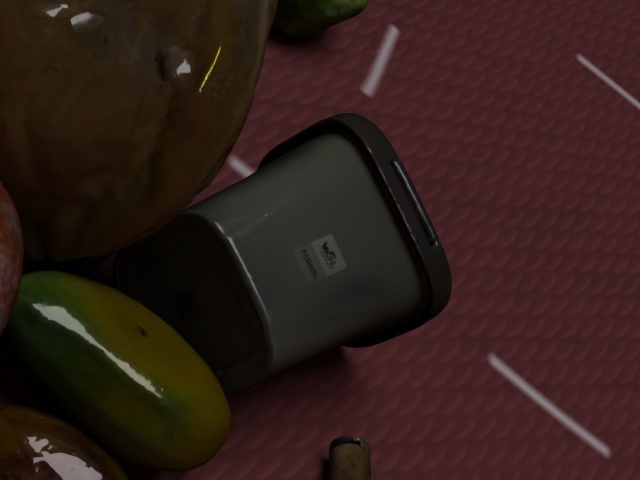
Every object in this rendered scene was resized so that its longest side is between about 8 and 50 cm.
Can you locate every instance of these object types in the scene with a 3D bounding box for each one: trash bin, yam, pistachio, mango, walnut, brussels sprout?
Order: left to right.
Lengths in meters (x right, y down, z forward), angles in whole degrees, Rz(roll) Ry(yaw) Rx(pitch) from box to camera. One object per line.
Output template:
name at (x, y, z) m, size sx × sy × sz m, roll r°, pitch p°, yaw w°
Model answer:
pistachio at (-0.208, 0.187, 1.519) m, size 0.173 × 0.049 × 0.089 m, roll 44°, pitch 34°, yaw -1°
walnut at (-0.194, -0.190, 1.579) m, size 0.383 × 0.383 × 0.383 m, roll 26°, pitch 40°, yaw -24°
mango at (-0.172, 0.103, 1.562) m, size 0.237 × 0.091 × 0.137 m, roll 47°, pitch 21°, yaw -14°
trash bin at (-0.039, 0.025, 1.705) m, size 0.250 × 0.219 × 0.220 m, roll -26°, pitch 88°, yaw -45°
brussels sprout at (-0.022, -0.306, 2.126) m, size 0.155 × 0.117 × 0.155 m, roll 37°, pitch 42°, yaw -43°
yam at (0.023, 0.286, 1.646) m, size 0.046 × 0.046 × 0.264 m, roll 27°, pitch 40°, yaw -22°

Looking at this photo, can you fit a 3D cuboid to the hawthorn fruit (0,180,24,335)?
hawthorn fruit at (-0.359, 0.007, 1.413) m, size 0.231 × 0.263 × 0.235 m, roll -49°, pitch 127°, yaw -26°

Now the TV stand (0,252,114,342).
TV stand at (-0.238, 0.028, 1.647) m, size 0.040 × 0.049 × 0.256 m, roll 45°, pitch 36°, yaw 3°
